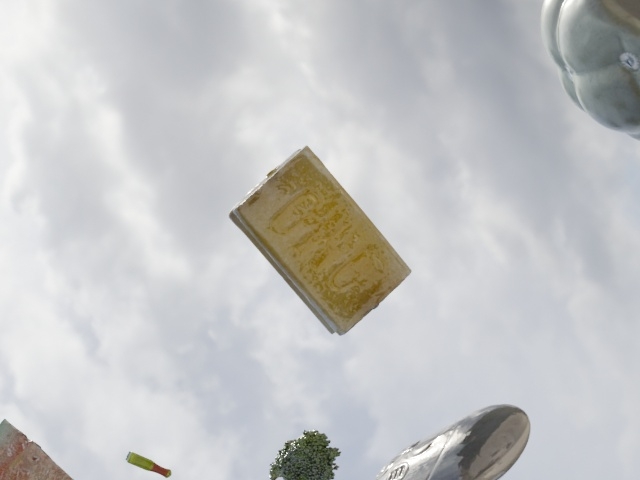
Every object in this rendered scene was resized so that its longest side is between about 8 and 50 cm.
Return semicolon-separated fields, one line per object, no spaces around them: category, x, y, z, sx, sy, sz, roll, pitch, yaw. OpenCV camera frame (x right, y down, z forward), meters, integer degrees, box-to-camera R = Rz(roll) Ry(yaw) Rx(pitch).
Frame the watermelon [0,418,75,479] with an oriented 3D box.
watermelon;-0.364;0.400;1.371;0.256;0.176;0.260;30;-122;-11

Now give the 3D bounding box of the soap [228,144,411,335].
soap;0.000;0.000;1.695;0.274;0.173;0.089;49;170;-9

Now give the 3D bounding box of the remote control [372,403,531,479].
remote control;0.204;0.375;1.709;0.103;0.332;0.221;54;-155;-6

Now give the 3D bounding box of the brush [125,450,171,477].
brush;-0.276;0.363;1.674;0.083;0.021;0.019;31;-103;-29

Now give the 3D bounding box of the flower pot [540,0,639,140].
flower pot;0.339;-0.214;1.007;0.195;0.246;0.246;69;-179;-66

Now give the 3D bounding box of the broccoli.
broccoli;-0.024;0.410;1.973;0.118;0.122;0.204;27;-178;2
